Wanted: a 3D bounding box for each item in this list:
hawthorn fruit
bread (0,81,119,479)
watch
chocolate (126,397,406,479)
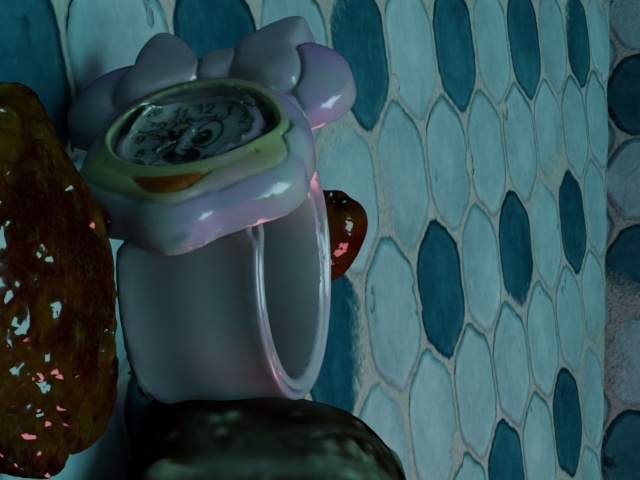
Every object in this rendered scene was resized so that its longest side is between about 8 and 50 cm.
[{"bbox_3d":[0.000,0.000,1.519,0.081,0.081,0.093,-33,145,-65],"label":"hawthorn fruit"},{"bbox_3d":[-0.200,0.022,0.939,0.247,0.135,0.232,44,46,-58],"label":"bread"},{"bbox_3d":[-0.075,-0.007,1.153,0.248,0.211,0.217,-76,158,-53],"label":"watch"},{"bbox_3d":[-0.021,0.264,1.160,0.225,0.210,0.340,69,17,-55],"label":"chocolate"}]
